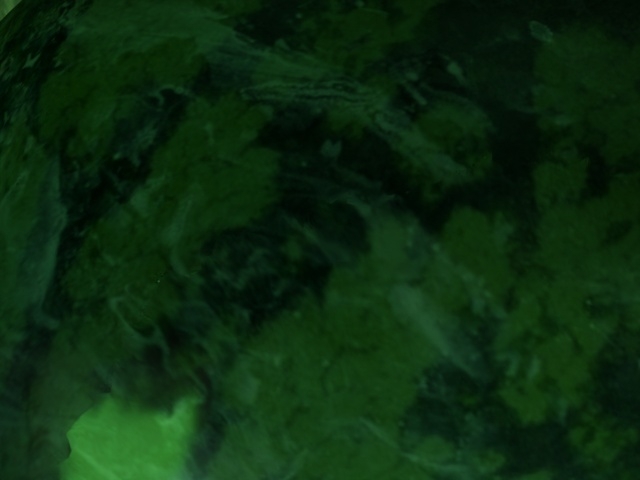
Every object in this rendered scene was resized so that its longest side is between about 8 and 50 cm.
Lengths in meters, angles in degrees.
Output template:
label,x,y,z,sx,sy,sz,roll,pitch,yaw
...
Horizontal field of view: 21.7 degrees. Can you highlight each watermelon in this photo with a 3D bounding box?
label,x,y,z,sx,sy,sz,roll,pitch,yaw
watermelon,0.000,0.000,0.416,0.180,0.224,0.305,34,160,-27
